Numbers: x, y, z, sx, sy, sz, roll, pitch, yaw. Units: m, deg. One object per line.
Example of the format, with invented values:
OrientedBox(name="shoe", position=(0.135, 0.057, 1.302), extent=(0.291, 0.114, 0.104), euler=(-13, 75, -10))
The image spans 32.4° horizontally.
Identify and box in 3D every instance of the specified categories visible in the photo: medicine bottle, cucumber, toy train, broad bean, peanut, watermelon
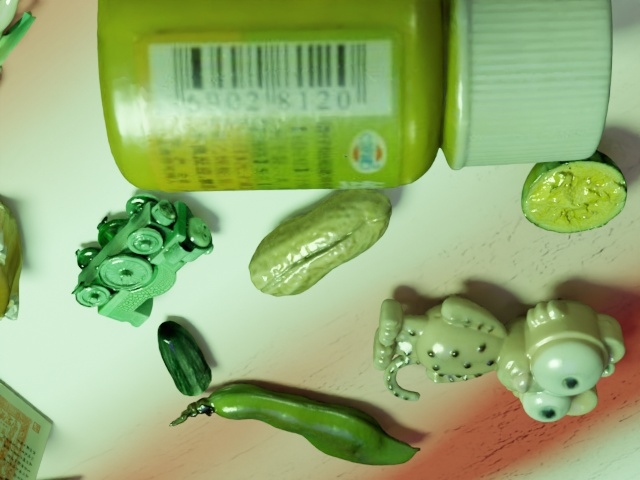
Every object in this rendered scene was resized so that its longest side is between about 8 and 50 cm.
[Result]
OrientedBox(name="medicine bottle", position=(0.027, -0.154, 0.905), extent=(0.384, 0.224, 0.224), euler=(-2, 134, 2))
OrientedBox(name="cucumber", position=(-0.165, 0.134, 1.308), extent=(0.048, 0.048, 0.105), euler=(-10, 131, 10))
OrientedBox(name="toy train", position=(-0.192, 0.022, 1.185), extent=(0.105, 0.071, 0.178), euler=(25, 131, -32))
OrientedBox(name="broad bean", position=(-0.024, 0.228, 1.390), extent=(0.325, 0.067, 0.075), euler=(17, 101, -12))
OrientedBox(name="peanut", position=(0.000, 0.000, 1.159), extent=(0.174, 0.080, 0.080), euler=(-31, 126, 21))
OrientedBox(name="watermelon", position=(0.251, -0.057, 1.106), extent=(0.105, 0.062, 0.105), euler=(-2, 141, -1))

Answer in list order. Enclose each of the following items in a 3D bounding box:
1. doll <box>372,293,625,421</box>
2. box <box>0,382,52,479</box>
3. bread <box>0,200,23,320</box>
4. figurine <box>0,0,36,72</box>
OrientedBox(name="doll", position=(0.198, 0.128, 1.252), extent=(0.278, 0.119, 0.154), euler=(2, 131, 5))
OrientedBox(name="box", position=(-0.427, 0.234, 1.341), extent=(0.058, 0.141, 0.201), euler=(-19, 130, 24))
OrientedBox(name="bread", position=(-0.443, 0.023, 1.163), extent=(0.241, 0.107, 0.136), euler=(4, 137, -2))
OrientedBox(name="figurine", position=(-0.321, -0.166, 1.015), extent=(0.083, 0.083, 0.187), euler=(22, 118, -19))
